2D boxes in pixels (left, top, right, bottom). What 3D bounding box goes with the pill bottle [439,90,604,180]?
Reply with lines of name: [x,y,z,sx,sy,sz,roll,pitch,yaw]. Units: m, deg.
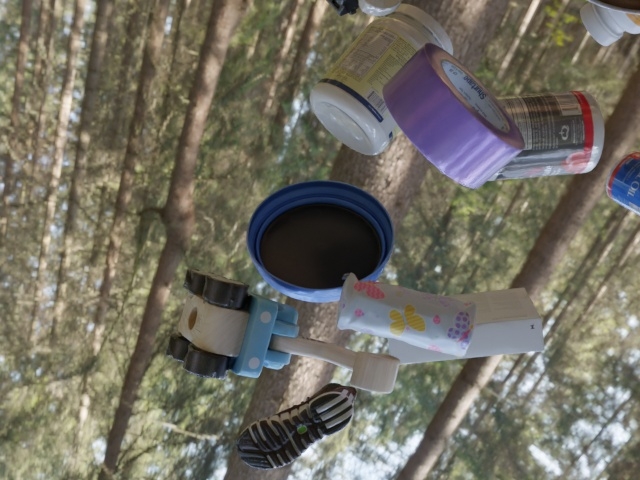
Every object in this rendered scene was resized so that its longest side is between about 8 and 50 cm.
pill bottle: [0.409,-0.217,1.501,0.319,0.176,0.176,-5,-145,-2]

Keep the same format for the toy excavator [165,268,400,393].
toy excavator: [-0.090,0.233,1.690,0.445,0.222,0.433,14,179,-27]

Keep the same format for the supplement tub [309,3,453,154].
supplement tub: [0.155,-0.400,1.773,0.235,0.325,0.235,38,169,9]

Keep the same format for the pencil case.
pencil case: [0.165,0.144,1.389,0.273,0.113,0.124,13,-172,5]

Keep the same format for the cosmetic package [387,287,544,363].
cosmetic package: [0.372,0.221,1.877,0.377,0.097,0.284,-7,-172,10]

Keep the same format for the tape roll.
tape roll: [0.176,-0.165,0.940,0.189,0.080,0.189,34,-149,-24]

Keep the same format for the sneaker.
sneaker: [-0.035,0.387,1.517,0.106,0.281,0.162,64,-161,1]

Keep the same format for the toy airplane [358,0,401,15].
toy airplane: [0.092,-0.557,1.032,0.386,0.384,0.272,49,175,17]

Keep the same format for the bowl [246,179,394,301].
bowl: [0.000,0.000,1.897,0.391,0.077,0.391,0,-132,0]

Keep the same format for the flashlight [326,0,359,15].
flashlight: [0.011,-0.663,1.677,0.103,0.103,0.304,-19,-119,-35]

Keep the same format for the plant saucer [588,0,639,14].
plant saucer: [0.307,-0.369,0.653,0.311,0.310,0.050,15,-167,-11]

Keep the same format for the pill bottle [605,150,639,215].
pill bottle: [0.725,-0.094,1.499,0.124,0.124,0.221,1,-153,-31]

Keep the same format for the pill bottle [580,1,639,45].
pill bottle: [0.659,-0.508,1.440,0.136,0.246,0.136,21,-127,-30]
